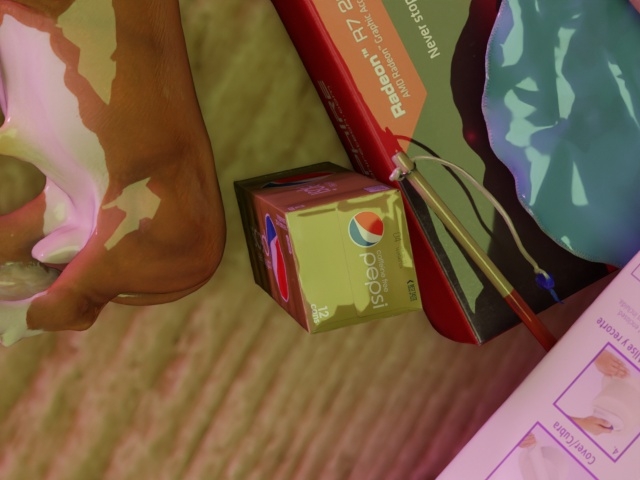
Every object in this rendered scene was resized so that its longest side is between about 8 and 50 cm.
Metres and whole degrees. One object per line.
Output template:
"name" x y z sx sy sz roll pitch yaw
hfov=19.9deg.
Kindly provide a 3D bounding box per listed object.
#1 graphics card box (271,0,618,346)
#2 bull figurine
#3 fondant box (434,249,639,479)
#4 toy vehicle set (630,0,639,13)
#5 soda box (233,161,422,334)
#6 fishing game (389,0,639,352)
"graphics card box" 0.182 -0.130 1.000 0.371 0.094 0.233 -28 100 -6
"bull figurine" -0.136 -0.101 0.928 0.188 0.101 0.310 -24 106 -30
"fondant box" 0.175 0.140 0.949 0.330 0.096 0.238 -50 142 3
"toy vehicle set" 0.230 -0.238 0.917 0.267 0.035 0.166 -35 84 -10
"soda box" 0.000 0.000 0.938 0.058 0.181 0.061 -13 99 -8
"fishing game" 0.164 -0.076 0.937 0.264 0.041 0.189 -43 102 -10
